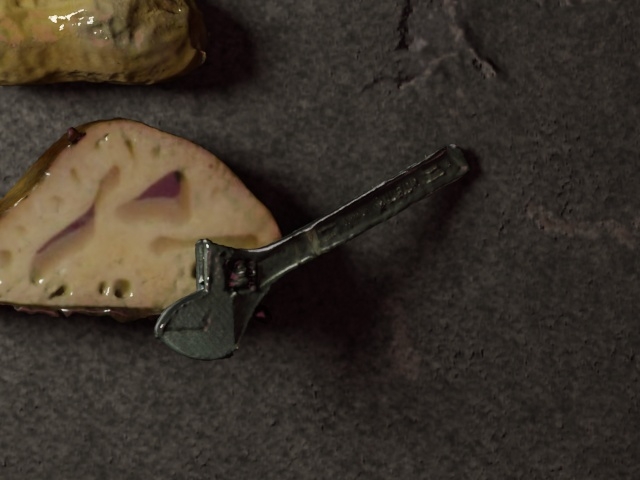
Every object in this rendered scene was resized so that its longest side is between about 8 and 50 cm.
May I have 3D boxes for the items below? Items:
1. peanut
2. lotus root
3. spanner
[{"bbox_3d":[-0.191,-0.165,1.531,0.214,0.099,0.099,-1,95,-6],"label":"peanut"},{"bbox_3d":[-0.158,-0.011,1.553,0.261,0.074,0.170,10,92,-12],"label":"lotus root"},{"bbox_3d":[0.000,0.000,1.554,0.325,0.026,0.093,-29,105,-30],"label":"spanner"}]
